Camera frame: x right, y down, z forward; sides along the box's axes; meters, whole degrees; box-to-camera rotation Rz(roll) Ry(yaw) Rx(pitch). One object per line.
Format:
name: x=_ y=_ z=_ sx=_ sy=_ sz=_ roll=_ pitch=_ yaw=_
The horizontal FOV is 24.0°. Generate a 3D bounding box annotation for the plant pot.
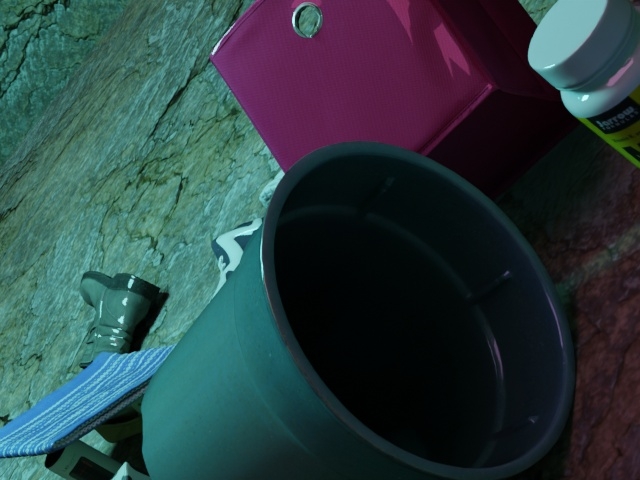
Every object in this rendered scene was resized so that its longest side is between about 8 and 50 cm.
plant pot: x=0.009 y=0.138 z=1.455 sx=0.334 sy=0.341 sz=0.341 roll=-44 pitch=25 yaw=43

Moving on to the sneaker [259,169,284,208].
sneaker: x=0.006 y=-0.107 z=2.034 sx=0.232 sy=0.090 sz=0.115 roll=-19 pitch=39 yaw=52

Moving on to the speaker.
speaker: x=-0.297 y=0.308 z=2.001 sx=0.055 sy=0.136 sz=0.055 roll=-42 pitch=27 yaw=27

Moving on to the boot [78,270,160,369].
boot: x=-0.350 y=0.136 z=2.403 sx=0.246 sy=0.083 sz=0.161 roll=-4 pitch=61 yaw=62

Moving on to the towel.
towel: x=-0.317 y=0.212 z=2.021 sx=0.243 sy=0.040 sz=0.336 roll=-35 pitch=8 yaw=-28

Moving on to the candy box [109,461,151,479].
candy box: x=-0.116 y=0.338 z=1.499 sx=0.071 sy=0.233 sz=0.159 roll=-50 pitch=24 yaw=20

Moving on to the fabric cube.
fabric cube: x=0.088 y=-0.169 z=1.620 sx=0.254 sy=0.259 sz=0.258 roll=-42 pitch=68 yaw=26

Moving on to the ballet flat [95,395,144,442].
ballet flat: x=-0.256 y=0.231 z=2.101 sx=0.232 sy=0.073 sz=0.080 roll=-29 pitch=32 yaw=44

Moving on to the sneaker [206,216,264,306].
sneaker: x=-0.107 y=0.055 z=2.027 sx=0.153 sy=0.094 sz=0.235 roll=-2 pitch=57 yaw=63

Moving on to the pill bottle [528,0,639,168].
pill bottle: x=0.296 y=-0.138 z=1.374 sx=0.119 sy=0.208 sz=0.119 roll=-43 pitch=27 yaw=28
